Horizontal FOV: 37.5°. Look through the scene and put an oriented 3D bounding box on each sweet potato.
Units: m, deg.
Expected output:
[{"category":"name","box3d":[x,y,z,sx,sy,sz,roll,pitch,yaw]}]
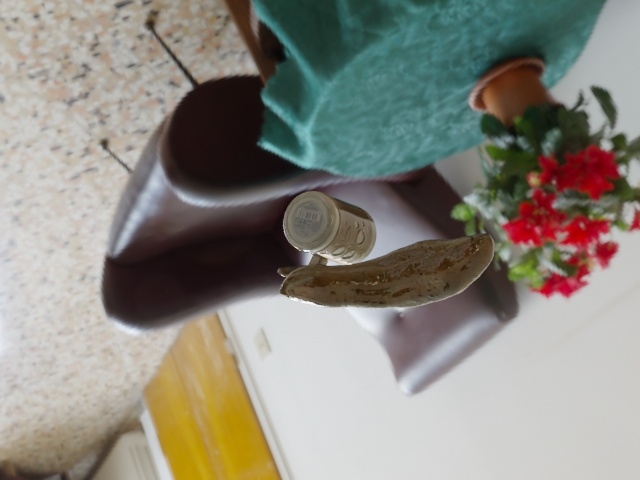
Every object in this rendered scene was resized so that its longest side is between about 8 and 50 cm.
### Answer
[{"category":"sweet potato","box3d":[0.056,0.032,0.782,0.182,0.053,0.054,-12,-167,11]}]

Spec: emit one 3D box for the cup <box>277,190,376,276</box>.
[{"category":"cup","box3d":[-0.002,-0.007,1.081,0.102,0.074,0.099,-32,155,21]}]
